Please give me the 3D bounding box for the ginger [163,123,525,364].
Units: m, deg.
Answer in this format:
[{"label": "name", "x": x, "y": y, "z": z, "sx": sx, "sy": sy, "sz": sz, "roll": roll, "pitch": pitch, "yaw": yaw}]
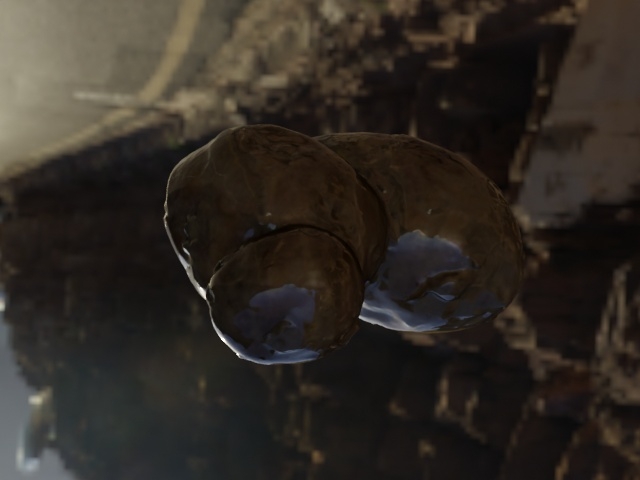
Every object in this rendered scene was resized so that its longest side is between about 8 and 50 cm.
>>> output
[{"label": "ginger", "x": 0.000, "y": 0.000, "z": 1.207, "sx": 0.244, "sy": 0.155, "sz": 0.304, "roll": 33, "pitch": -152, "yaw": 29}]
